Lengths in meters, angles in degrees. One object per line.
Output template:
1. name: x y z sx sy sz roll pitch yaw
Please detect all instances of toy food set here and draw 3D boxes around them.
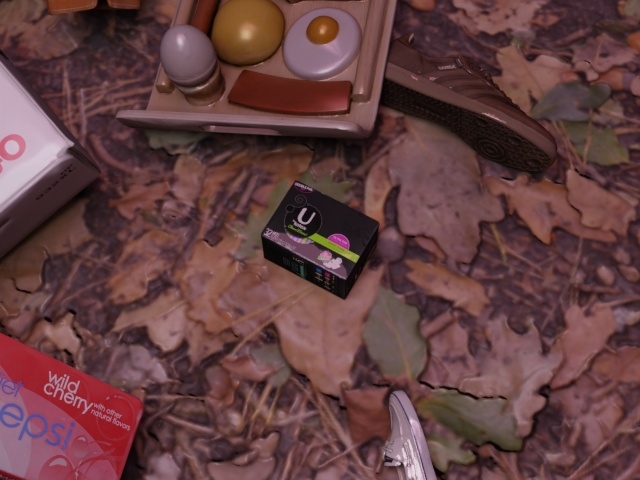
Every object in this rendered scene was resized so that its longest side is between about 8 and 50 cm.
1. toy food set: -0.046 -0.229 0.905 0.219 0.092 0.306 4 67 16

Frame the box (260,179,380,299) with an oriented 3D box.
1. box: 0.000 0.000 0.855 0.083 0.052 0.062 27 69 12

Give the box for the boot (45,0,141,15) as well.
1. boot: -0.173 -0.286 0.904 0.197 0.073 0.153 -14 105 -24

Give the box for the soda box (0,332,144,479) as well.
1. soda box: -0.258 0.107 0.705 0.263 0.083 0.092 34 62 -35

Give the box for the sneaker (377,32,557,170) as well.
1. sneaker: 0.137 -0.133 0.907 0.188 0.066 0.071 28 68 10

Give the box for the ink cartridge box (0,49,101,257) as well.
1. ink cartridge box: -0.364 -0.106 0.798 0.223 0.129 0.307 -41 87 -4

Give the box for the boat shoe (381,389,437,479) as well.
1. boat shoe: 0.066 0.170 0.794 0.035 0.035 0.100 -13 74 -9
